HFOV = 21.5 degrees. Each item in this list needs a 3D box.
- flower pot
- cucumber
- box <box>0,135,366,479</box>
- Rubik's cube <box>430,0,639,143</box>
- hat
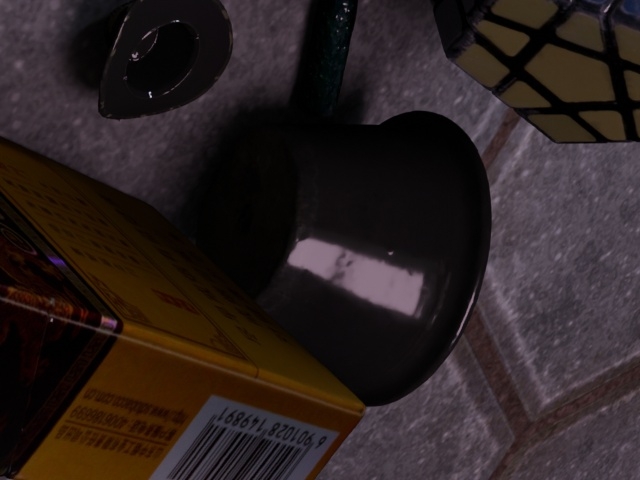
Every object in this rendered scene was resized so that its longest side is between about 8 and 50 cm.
[{"bbox_3d":[0.000,0.000,1.272,0.148,0.235,0.235,15,115,-33],"label":"flower pot"},{"bbox_3d":[0.008,-0.154,1.256,0.032,0.032,0.133,-20,137,-35],"label":"cucumber"},{"bbox_3d":[-0.178,0.035,1.031,0.116,0.264,0.415,-52,149,8],"label":"box"},{"bbox_3d":[0.223,-0.222,1.214,0.319,0.319,0.264,-51,173,5],"label":"Rubik's cube"},{"bbox_3d":[-0.115,-0.132,1.119,0.121,0.050,0.121,-34,150,-23],"label":"hat"}]
